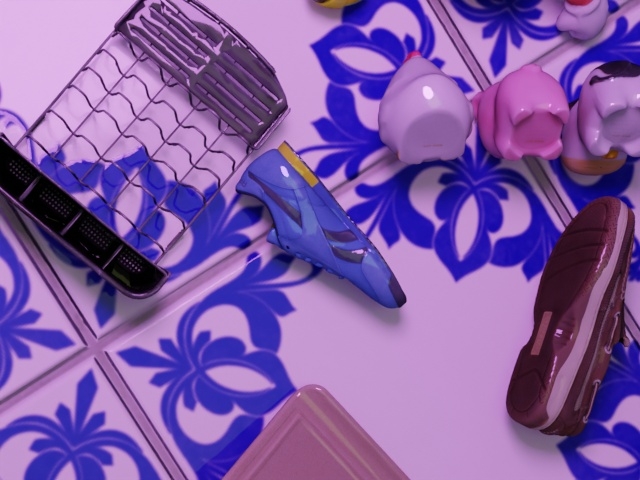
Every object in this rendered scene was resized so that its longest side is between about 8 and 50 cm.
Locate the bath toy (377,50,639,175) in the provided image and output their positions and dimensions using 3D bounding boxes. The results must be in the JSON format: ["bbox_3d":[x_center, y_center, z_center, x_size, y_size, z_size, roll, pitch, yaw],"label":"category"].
[{"bbox_3d":[0.224,-0.135,1.277,0.348,0.151,0.129,0,47,-12],"label":"bath toy"}]

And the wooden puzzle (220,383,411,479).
[{"bbox_3d":[-0.010,0.295,1.197,0.221,0.044,0.239,47,57,-6],"label":"wooden puzzle"}]

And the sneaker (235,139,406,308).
[{"bbox_3d":[0.000,0.000,1.241,0.082,0.069,0.209,-41,96,-1],"label":"sneaker"}]

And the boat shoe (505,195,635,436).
[{"bbox_3d":[0.281,0.084,1.297,0.095,0.095,0.258,26,85,-25],"label":"boat shoe"}]

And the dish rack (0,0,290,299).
[{"bbox_3d":[-0.167,-0.104,1.193,0.208,0.074,0.271,41,83,-8],"label":"dish rack"}]

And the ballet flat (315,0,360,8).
[{"bbox_3d":[0.014,-0.354,1.275,0.077,0.077,0.231,-6,89,-36],"label":"ballet flat"}]

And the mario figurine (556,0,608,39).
[{"bbox_3d":[0.235,-0.335,1.320,0.320,0.170,0.198,-4,50,-25],"label":"mario figurine"}]
